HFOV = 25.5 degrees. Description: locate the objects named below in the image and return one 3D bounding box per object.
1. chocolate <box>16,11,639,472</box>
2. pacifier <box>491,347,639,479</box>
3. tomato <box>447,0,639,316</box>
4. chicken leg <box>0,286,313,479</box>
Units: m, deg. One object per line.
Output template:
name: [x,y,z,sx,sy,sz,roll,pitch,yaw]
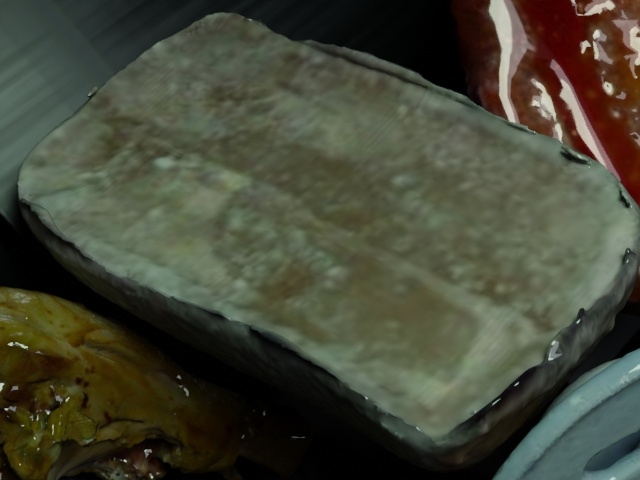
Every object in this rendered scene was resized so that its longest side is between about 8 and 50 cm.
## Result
chocolate: [0.000,0.000,0.688,0.303,0.100,0.185,28,59,29]
pacifier: [0.199,0.167,0.640,0.239,0.287,0.225,-22,44,-5]
tomato: [0.181,-0.095,0.818,0.309,0.170,0.308,4,70,-11]
chicken leg: [-0.098,0.087,0.681,0.208,0.085,0.101,18,32,-26]
